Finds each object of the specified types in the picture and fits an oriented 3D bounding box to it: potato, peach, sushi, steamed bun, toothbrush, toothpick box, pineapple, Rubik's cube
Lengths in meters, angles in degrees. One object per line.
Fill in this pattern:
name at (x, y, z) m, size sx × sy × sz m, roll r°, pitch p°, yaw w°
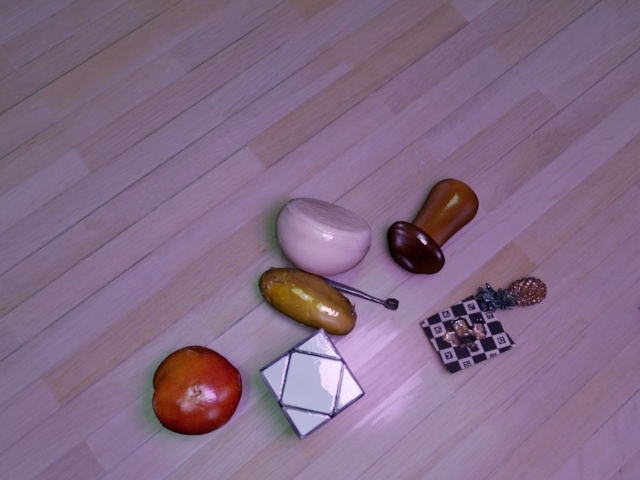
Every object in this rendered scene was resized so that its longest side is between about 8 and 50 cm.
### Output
potato at (-0.034, 0.166, 1.517) m, size 0.300 × 0.173 × 0.140 m, roll 25°, pitch 101°, yaw 8°
peach at (-0.325, 0.396, 1.429) m, size 0.243 × 0.199 × 0.244 m, roll 0°, pitch 61°, yaw -1°
sushi at (0.422, 0.275, 1.558) m, size 0.210 × 0.040 × 0.193 m, roll -23°, pitch 59°, yaw -8°
steamed bun at (0.000, 0.000, 1.526) m, size 0.282 × 0.283 × 0.177 m, roll 22°, pitch 109°, yaw 5°
toothbrush at (0.090, 0.148, 1.595) m, size 0.297 × 0.031 × 0.030 m, roll 17°, pitch 49°, yaw 5°
toothpick box at (0.327, -0.039, 1.575) m, size 0.192 × 0.192 × 0.294 m, roll 39°, pitch 72°, yaw 9°
pineapple at (0.564, 0.154, 1.565) m, size 0.221 × 0.083 × 0.103 m, roll -10°, pitch 42°, yaw -16°
Rubik's cube at (-0.023, 0.381, 1.436) m, size 0.205 × 0.205 × 0.207 m, roll -31°, pitch 76°, yaw -10°
